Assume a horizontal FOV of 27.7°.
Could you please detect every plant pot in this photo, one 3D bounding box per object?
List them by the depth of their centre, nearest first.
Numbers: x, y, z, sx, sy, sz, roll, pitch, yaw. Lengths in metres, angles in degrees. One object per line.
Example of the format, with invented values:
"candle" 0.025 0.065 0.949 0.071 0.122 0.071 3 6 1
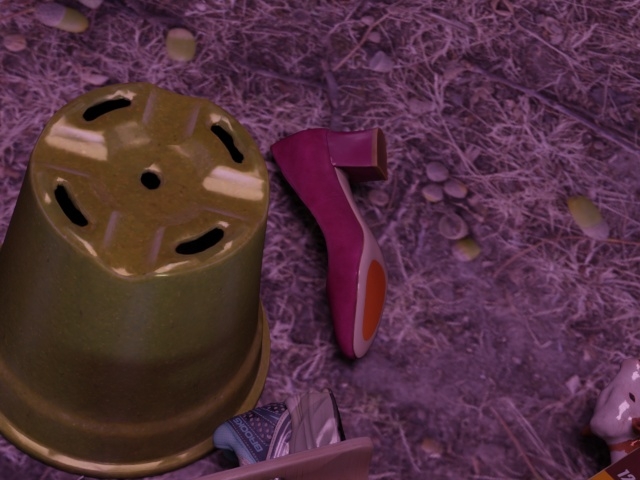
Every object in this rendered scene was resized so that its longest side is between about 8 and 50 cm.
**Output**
"plant pot" -0.152 0.018 1.060 0.276 0.254 0.276 8 55 -11

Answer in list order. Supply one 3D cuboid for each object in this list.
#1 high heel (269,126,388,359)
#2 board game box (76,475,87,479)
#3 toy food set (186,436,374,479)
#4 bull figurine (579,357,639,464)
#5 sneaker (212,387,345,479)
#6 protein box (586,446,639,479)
"high heel" 0.000 0.000 1.242 0.117 0.082 0.244 -6 68 18
"board game box" -0.220 0.283 1.001 0.186 0.026 0.126 -34 71 -32
"toy food set" -0.007 0.296 0.873 0.219 0.092 0.306 -10 60 -25
"bull figurine" 0.367 0.238 1.150 0.188 0.101 0.310 -13 61 -25
"sneaker" -0.026 0.263 1.040 0.122 0.110 0.283 -10 60 4
"protein box" 0.194 0.300 0.987 0.201 0.200 0.136 -24 56 -29
